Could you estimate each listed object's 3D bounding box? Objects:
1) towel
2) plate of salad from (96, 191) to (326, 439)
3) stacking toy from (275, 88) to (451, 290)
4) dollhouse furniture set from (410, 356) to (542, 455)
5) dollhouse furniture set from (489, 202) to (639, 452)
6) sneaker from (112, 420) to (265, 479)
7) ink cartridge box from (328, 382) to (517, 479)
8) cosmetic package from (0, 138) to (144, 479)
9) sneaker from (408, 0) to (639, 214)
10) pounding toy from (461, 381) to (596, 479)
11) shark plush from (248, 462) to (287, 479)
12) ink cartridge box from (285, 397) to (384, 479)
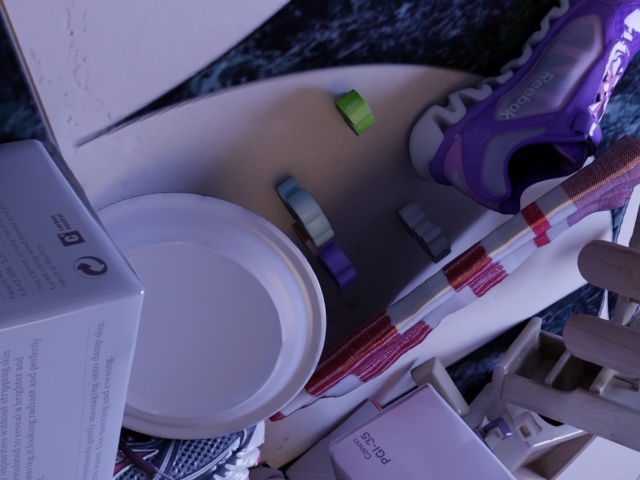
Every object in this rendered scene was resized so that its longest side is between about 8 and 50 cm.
[{"bbox_3d":[0.114,0.037,0.952,0.329,0.037,0.237,-36,171,8],"label":"towel"},{"bbox_3d":[-0.096,0.052,0.830,0.200,0.048,0.199,0,119,0],"label":"plate of salad"},{"bbox_3d":[0.000,0.000,0.909,0.167,0.052,0.221,-38,144,-3],"label":"stacking toy"},{"bbox_3d":[0.152,0.154,1.178,0.091,0.114,0.081,-33,178,18],"label":"dollhouse furniture set"},{"bbox_3d":[0.269,0.054,1.128,0.212,0.161,0.242,-39,141,-51],"label":"dollhouse furniture set"},{"bbox_3d":[-0.168,0.167,0.890,0.299,0.121,0.112,-21,111,-36],"label":"sneaker"},{"bbox_3d":[0.122,0.298,1.093,0.117,0.207,0.283,-30,142,-16],"label":"ink cartridge box"},{"bbox_3d":[-0.307,0.097,0.648,0.385,0.156,0.217,-12,136,-33],"label":"cosmetic package"},{"bbox_3d":[0.186,-0.106,0.920,0.236,0.104,0.095,-41,143,-1],"label":"sneaker"},{"bbox_3d":[0.252,0.182,1.286,0.206,0.094,0.181,-9,144,-37],"label":"pounding toy"},{"bbox_3d":[-0.096,0.261,1.089,0.161,0.067,0.073,-41,145,1],"label":"shark plush"},{"bbox_3d":[0.060,0.250,1.220,0.115,0.067,0.198,-41,144,0],"label":"ink cartridge box"}]
